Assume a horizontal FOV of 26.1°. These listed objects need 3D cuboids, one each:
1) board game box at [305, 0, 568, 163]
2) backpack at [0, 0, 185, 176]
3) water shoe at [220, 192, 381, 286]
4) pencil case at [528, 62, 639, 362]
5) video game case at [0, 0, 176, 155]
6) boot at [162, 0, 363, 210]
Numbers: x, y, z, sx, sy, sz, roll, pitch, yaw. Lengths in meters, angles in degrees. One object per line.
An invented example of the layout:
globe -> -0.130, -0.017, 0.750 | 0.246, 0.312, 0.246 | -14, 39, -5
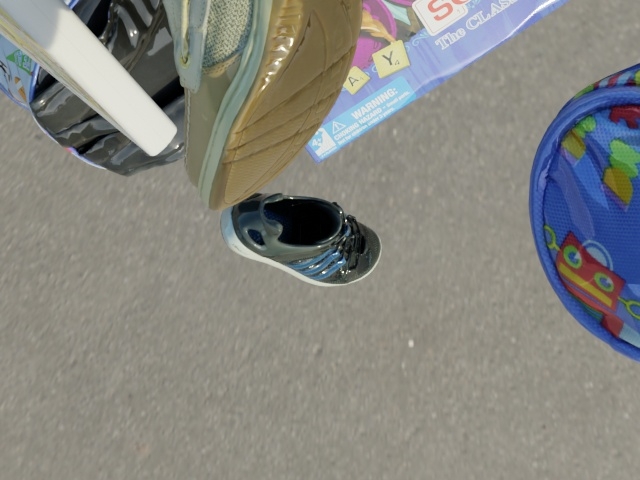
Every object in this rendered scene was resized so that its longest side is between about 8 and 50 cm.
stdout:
board game box -> 0.043, -0.257, 1.064 | 0.318, 0.066, 0.318 | -33, 130, 9
backpack -> -0.166, -0.202, 1.199 | 0.263, 0.213, 0.276 | -53, 142, -5
water shoe -> 0.000, 0.000, 1.299 | 0.080, 0.203, 0.073 | -11, 75, 44
pencil case -> 0.204, -0.075, 0.564 | 0.119, 0.306, 0.133 | 18, 132, 32
video game case -> -0.188, -0.146, 0.711 | 0.206, 0.227, 0.026 | 38, 84, 24
boot -> -0.063, -0.129, 0.592 | 0.165, 0.077, 0.213 | 37, 139, 20
